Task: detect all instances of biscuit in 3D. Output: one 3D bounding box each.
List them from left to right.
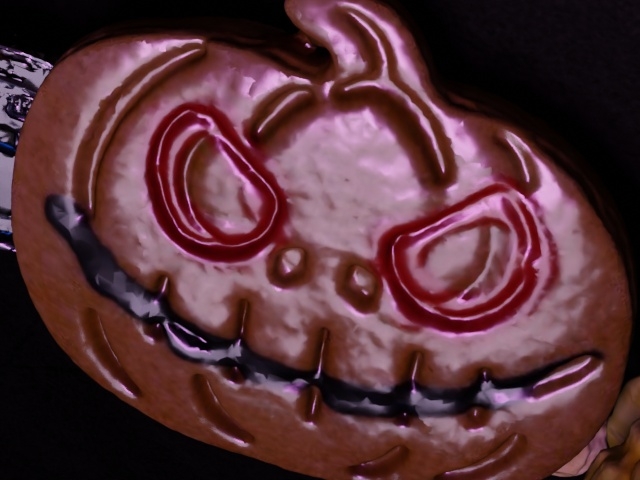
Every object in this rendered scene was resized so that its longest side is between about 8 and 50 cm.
[{"bbox_3d":[0.000,0.001,1.120,0.367,0.063,0.314,17,125,9],"label":"biscuit"}]

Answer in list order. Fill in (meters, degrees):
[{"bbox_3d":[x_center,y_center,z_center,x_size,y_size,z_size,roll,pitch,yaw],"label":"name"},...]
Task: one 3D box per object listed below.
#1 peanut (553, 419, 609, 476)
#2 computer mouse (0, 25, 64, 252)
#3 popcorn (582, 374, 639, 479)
[{"bbox_3d":[0.101,0.083,1.216,0.174,0.080,0.080,29,144,3],"label":"peanut"},{"bbox_3d":[-0.205,-0.074,1.218,0.242,0.077,0.146,19,122,0],"label":"computer mouse"},{"bbox_3d":[0.261,0.208,1.106,0.247,0.282,0.282,-1,137,11],"label":"popcorn"}]
